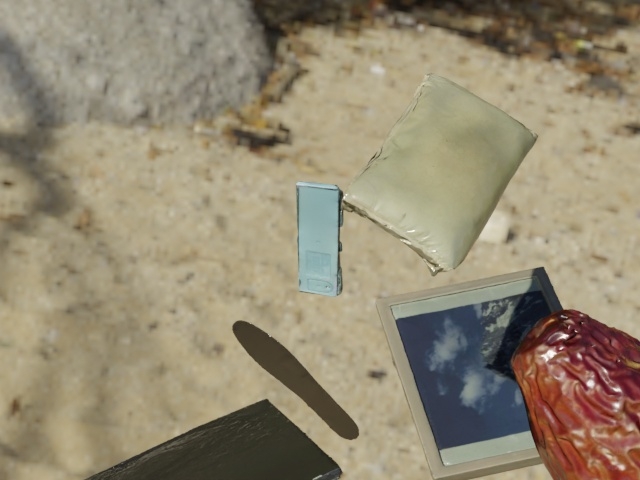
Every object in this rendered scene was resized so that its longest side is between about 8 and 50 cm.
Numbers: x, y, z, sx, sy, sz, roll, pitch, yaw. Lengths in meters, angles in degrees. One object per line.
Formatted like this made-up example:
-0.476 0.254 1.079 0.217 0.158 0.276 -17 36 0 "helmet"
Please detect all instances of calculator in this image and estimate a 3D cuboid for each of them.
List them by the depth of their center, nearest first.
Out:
0.000 0.000 1.672 0.057 0.172 0.018 5 43 7 "calculator"

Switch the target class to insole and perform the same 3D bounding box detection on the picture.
-0.033 0.190 1.948 0.232 0.080 0.003 43 54 4 "insole"

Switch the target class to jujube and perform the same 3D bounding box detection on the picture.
0.271 0.164 1.331 0.236 0.168 0.168 48 5 -17 "jujube"

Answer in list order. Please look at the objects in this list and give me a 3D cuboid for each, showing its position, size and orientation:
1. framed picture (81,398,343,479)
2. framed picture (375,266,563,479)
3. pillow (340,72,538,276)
-0.127 0.225 1.304 0.244 0.013 0.324 -24 10 -10 "framed picture"
0.186 0.139 1.532 0.209 0.019 0.281 -12 40 -6 "framed picture"
0.107 -0.064 1.231 0.119 0.053 0.208 28 48 6 "pillow"
